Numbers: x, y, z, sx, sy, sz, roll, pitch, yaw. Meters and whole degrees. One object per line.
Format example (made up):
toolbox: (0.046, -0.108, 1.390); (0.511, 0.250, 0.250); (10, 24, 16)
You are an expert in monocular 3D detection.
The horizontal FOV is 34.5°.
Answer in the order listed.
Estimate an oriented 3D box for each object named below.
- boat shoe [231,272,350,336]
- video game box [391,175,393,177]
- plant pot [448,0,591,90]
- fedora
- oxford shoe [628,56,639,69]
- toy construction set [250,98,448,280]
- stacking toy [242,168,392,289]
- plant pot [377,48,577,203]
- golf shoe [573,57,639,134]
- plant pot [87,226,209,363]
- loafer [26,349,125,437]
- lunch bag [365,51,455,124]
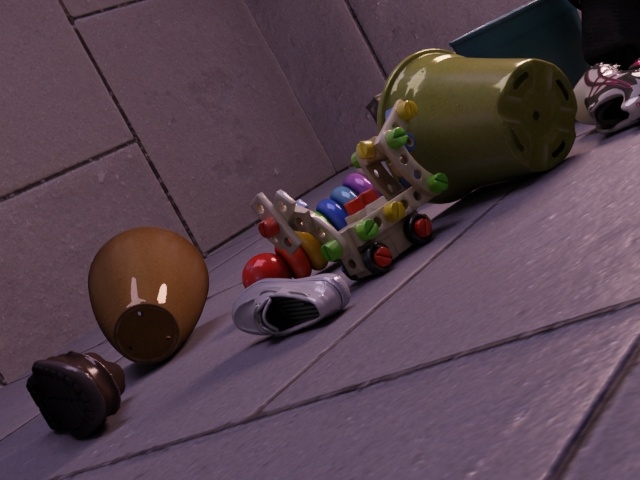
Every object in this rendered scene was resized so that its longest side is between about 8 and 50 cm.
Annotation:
boat shoe: (-0.062, 0.095, 1.474); (0.226, 0.083, 0.076); (-22, 8, 43)
video game box: (0.091, -0.082, 2.471); (0.187, 0.048, 0.205); (-24, 7, 26)
plant pot: (0.445, -0.358, 2.152); (0.272, 0.255, 0.271); (-26, 7, 3)
fedora: (0.584, -0.398, 1.928); (0.334, 0.152, 0.334); (13, -1, 0)
oxford shoe: (0.645, -0.315, 1.833); (0.227, 0.082, 0.096); (-31, -21, 18)
toy construction set: (0.063, -0.063, 1.608); (0.328, 0.215, 0.151); (-31, 6, -23)
stacking toy: (0.000, 0.000, 1.886); (0.330, 0.141, 0.141); (-36, 7, -12)
plant pot: (0.280, -0.201, 1.736); (0.276, 0.276, 0.254); (-32, 18, -31)
golf shoe: (0.475, -0.232, 1.708); (0.120, 0.105, 0.273); (-38, 8, -16)
plant pot: (-0.321, 0.123, 1.926); (0.237, 0.237, 0.254); (-29, 20, 1)
loafer: (-0.375, 0.219, 1.628); (0.130, 0.133, 0.366); (-32, 7, -24)
lunch bag: (0.299, -0.314, 2.563); (0.287, 0.235, 0.169); (-30, 0, -9)
